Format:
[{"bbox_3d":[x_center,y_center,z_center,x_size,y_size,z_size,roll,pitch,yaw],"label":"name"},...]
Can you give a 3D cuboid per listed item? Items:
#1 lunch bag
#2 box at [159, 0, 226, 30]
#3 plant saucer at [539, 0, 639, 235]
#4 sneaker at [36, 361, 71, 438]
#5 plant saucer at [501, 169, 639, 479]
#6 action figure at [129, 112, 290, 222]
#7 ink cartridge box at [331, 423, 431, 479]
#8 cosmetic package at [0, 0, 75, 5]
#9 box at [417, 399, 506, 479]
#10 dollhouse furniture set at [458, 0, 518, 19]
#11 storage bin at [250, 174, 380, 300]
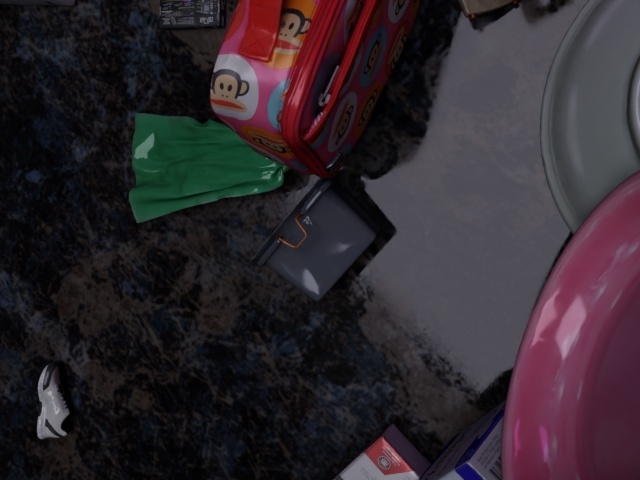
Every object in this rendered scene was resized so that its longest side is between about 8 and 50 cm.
[{"bbox_3d":[0.003,-0.222,0.708,0.120,0.258,0.293,22,87,15],"label":"lunch bag"},{"bbox_3d":[-0.157,-0.294,0.905,0.083,0.018,0.067,3,95,19],"label":"box"},{"bbox_3d":[0.390,-0.118,0.648,0.401,0.100,0.400,-2,87,28],"label":"plant saucer"},{"bbox_3d":[-0.361,0.218,1.010,0.044,0.040,0.109,3,99,3],"label":"sneaker"},{"bbox_3d":[0.251,0.102,0.576,0.084,0.332,0.332,21,101,-4],"label":"plant saucer"},{"bbox_3d":[-0.118,-0.094,0.883,0.232,0.063,0.137,-2,91,23],"label":"action figure"},{"bbox_3d":[0.065,0.296,0.851,0.099,0.056,0.135,47,106,11],"label":"ink cartridge box"},{"bbox_3d":[-0.407,-0.398,0.914,0.151,0.151,0.183,7,97,20],"label":"cosmetic package"},{"bbox_3d":[0.164,0.238,0.751,0.072,0.126,0.137,46,136,11],"label":"box"},{"bbox_3d":[0.223,-0.328,0.734,0.184,0.129,0.128,-21,87,-10],"label":"dollhouse furniture set"},{"bbox_3d":[0.000,0.000,0.838,0.091,0.098,0.135,41,106,2],"label":"storage bin"}]
